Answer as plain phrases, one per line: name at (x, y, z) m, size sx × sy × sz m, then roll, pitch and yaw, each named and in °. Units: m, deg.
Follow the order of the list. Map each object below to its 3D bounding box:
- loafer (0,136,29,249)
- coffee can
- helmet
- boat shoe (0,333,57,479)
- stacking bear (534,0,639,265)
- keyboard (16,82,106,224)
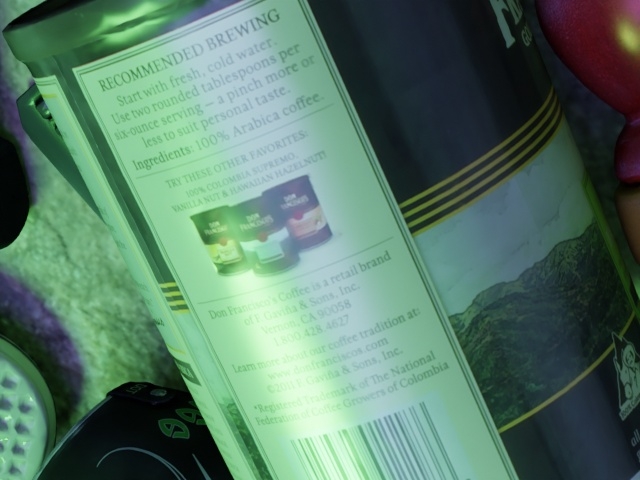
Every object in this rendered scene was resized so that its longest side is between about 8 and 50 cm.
loafer at (-0.208, -0.072, 0.826) m, size 0.061 × 0.062 × 0.170 m, roll 3°, pitch 116°, yaw 23°
coffee can at (0.016, -0.009, 0.668) m, size 0.201 × 0.201 × 0.275 m, roll -17°, pitch 107°, yaw 25°
helmet at (-0.072, 0.174, 0.850) m, size 0.161 × 0.169 × 0.169 m, roll 35°, pitch 123°, yaw 18°
boat shoe at (-0.384, 0.171, 0.963) m, size 0.500 × 0.156 × 0.187 m, roll -27°, pitch 104°, yaw 13°
stacking bear at (0.200, -0.032, 0.662) m, size 0.164 × 0.175 × 0.289 m, roll -32°, pitch 94°, yaw 22°
keyboard at (0.000, 0.000, 0.811) m, size 0.201 × 0.033 × 0.317 m, roll -36°, pitch 102°, yaw 30°
